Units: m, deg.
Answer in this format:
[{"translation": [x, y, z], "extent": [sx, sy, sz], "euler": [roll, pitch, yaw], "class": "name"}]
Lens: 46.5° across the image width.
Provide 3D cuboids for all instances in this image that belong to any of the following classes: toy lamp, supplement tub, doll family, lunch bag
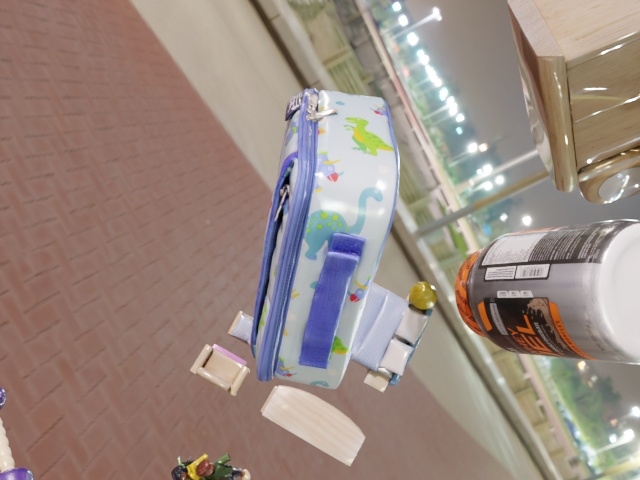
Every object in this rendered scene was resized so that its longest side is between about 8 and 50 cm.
[{"translation": [-0.598, 0.397, 1.405], "extent": [0.274, 0.080, 0.080], "euler": [52, 1, 41], "class": "toy lamp"}, {"translation": [0.379, 0.081, 1.174], "extent": [0.207, 0.207, 0.338], "euler": [61, -25, -10], "class": "supplement tub"}, {"translation": [-0.200, 0.385, 1.109], "extent": [0.111, 0.193, 0.076], "euler": [36, -3, -42], "class": "doll family"}, {"translation": [0.000, 0.000, 0.598], "extent": [0.176, 0.090, 0.219], "euler": [-89, -170, -53], "class": "lunch bag"}]

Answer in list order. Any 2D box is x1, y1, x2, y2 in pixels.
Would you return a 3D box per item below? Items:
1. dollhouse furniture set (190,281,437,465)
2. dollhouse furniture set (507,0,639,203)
[{"translation": [0.005, 0.134, 1.113], "extent": [0.286, 0.303, 0.198], "euler": [30, -14, 1], "class": "dollhouse furniture set"}, {"translation": [0.225, 0.034, 0.295], "extent": [0.303, 0.174, 0.355], "euler": [52, 20, -56], "class": "dollhouse furniture set"}]
